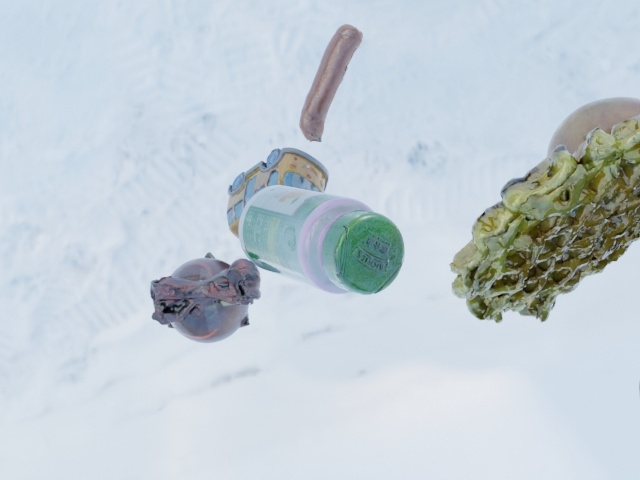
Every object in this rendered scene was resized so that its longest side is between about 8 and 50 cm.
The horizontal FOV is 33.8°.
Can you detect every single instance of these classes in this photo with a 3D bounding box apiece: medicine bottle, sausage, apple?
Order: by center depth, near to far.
[{"bbox_3d":[0.010,-0.202,1.349,0.036,0.042,0.158,17,95,-51],"label":"sausage"},{"bbox_3d":[0.000,0.000,1.454,0.133,0.274,0.133,-6,102,-29],"label":"medicine bottle"},{"bbox_3d":[0.505,-0.123,1.809,0.237,0.207,0.237,-5,148,-3],"label":"apple"}]

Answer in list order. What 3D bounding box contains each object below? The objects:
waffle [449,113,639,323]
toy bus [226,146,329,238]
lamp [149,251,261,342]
[{"bbox_3d":[0.221,-0.017,0.880,0.245,0.052,0.254,-42,152,15],"label":"waffle"},{"bbox_3d":[-0.086,-0.073,2.001,0.126,0.136,0.209,33,136,-28],"label":"toy bus"},{"bbox_3d":[-0.188,0.105,1.819,0.215,0.223,0.151,-15,100,9],"label":"lamp"}]
